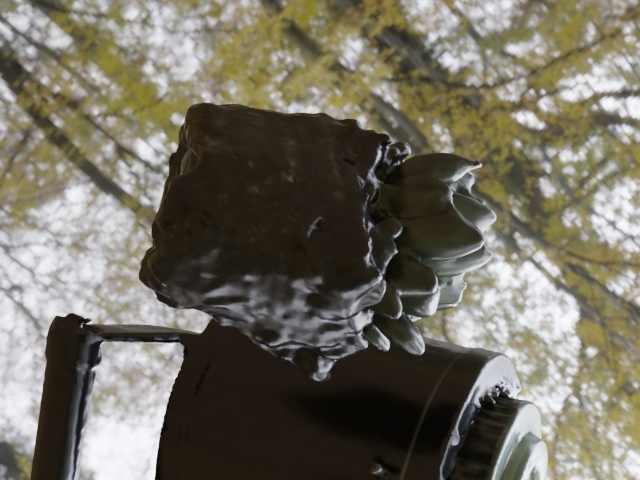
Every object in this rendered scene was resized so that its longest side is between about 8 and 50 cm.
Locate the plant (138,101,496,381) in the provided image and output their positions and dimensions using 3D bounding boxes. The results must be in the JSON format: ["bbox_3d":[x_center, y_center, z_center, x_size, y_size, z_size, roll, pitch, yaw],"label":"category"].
[{"bbox_3d":[0.000,0.000,0.662,0.129,0.194,0.132,113,-11,-52],"label":"plant"}]

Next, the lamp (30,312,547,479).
[{"bbox_3d":[0.020,0.160,0.826,0.272,0.374,0.205,14,-83,43],"label":"lamp"}]
